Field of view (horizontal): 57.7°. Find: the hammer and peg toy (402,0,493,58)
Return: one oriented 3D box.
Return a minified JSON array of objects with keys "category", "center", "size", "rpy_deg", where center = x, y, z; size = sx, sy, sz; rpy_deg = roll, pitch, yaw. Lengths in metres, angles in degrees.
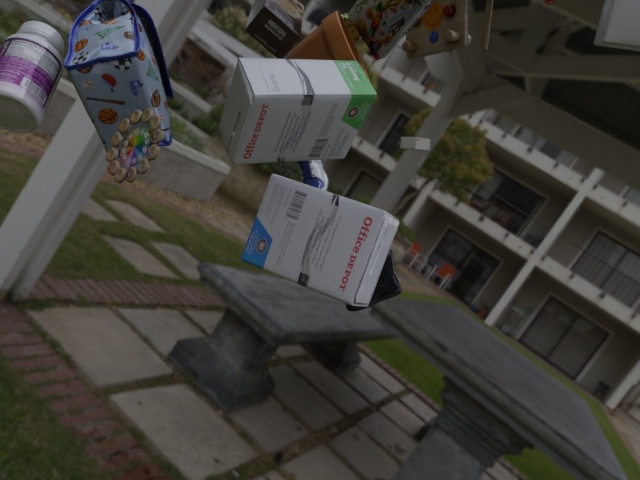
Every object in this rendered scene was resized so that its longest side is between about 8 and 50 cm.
[{"category":"hammer and peg toy","center":[0.443,-0.783,2.021],"size":[0.127,0.266,0.361],"rpy_deg":[-9,9,-44]}]

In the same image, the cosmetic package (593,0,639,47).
[{"category":"cosmetic package","center":[1.043,-0.641,1.749],"size":[0.365,0.155,0.197],"rpy_deg":[13,20,11]}]

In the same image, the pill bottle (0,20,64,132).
[{"category":"pill bottle","center":[-0.819,-0.462,1.614],"size":[0.169,0.169,0.302],"rpy_deg":[29,50,-35]}]

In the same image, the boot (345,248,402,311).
[{"category":"boot","center":[0.191,0.151,2.316],"size":[0.094,0.246,0.207],"rpy_deg":[-113,-177,-70]}]

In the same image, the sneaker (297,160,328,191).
[{"category":"sneaker","center":[-0.065,-0.343,2.473],"size":[0.127,0.316,0.182],"rpy_deg":[-14,-26,39]}]

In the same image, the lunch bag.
[{"category":"lunch bag","center":[-0.573,-0.495,1.709],"size":[0.328,0.238,0.385],"rpy_deg":[84,-10,-46]}]

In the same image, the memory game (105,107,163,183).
[{"category":"memory game","center":[-0.425,-0.216,1.319],"size":[0.186,0.186,0.012],"rpy_deg":[39,7,36]}]

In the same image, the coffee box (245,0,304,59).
[{"category":"coffee box","center":[-0.134,-0.673,1.757],"size":[0.141,0.098,0.247],"rpy_deg":[33,35,-26]}]

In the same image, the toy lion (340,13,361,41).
[{"category":"toy lion","center":[0.114,-0.788,2.158],"size":[0.100,0.096,0.034],"rpy_deg":[22,40,36]}]

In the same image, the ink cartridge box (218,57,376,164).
[{"category":"ink cartridge box","center":[-0.056,-0.282,1.275],"size":[0.289,0.211,0.122],"rpy_deg":[-7,59,-28]}]

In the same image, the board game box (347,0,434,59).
[{"category":"board game box","center":[0.225,-0.755,1.873],"size":[0.193,0.053,0.305],"rpy_deg":[58,-35,5]}]

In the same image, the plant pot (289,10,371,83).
[{"category":"plant pot","center":[0.028,-0.582,1.938],"size":[0.291,0.203,0.291],"rpy_deg":[-22,90,-76]}]

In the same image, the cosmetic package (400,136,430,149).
[{"category":"cosmetic package","center":[0.323,-0.330,1.977],"size":[0.060,0.041,0.115],"rpy_deg":[8,10,32]}]

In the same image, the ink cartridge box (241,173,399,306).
[{"category":"ink cartridge box","center":[0.000,0.000,1.757],"size":[0.394,0.286,0.166],"rpy_deg":[21,1,24]}]

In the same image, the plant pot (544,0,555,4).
[{"category":"plant pot","center":[0.740,-0.961,1.795],"size":[0.267,0.267,0.236],"rpy_deg":[38,24,-56]}]
